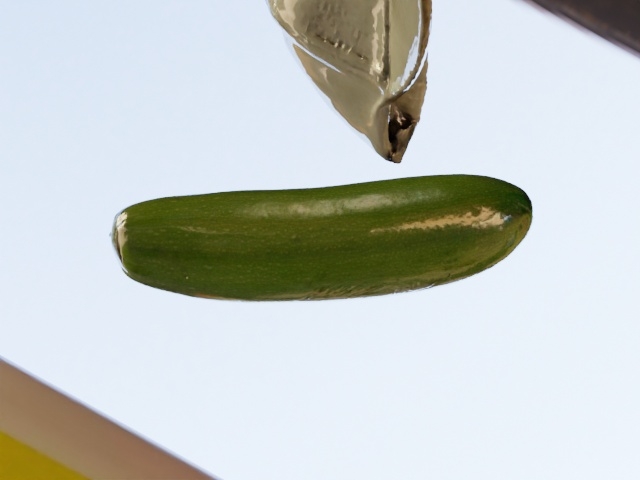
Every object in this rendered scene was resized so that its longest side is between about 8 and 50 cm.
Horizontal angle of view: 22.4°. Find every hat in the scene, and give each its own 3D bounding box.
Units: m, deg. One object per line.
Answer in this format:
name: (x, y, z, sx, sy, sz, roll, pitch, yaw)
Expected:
hat: (0.052, -0.211, 0.966, 0.168, 0.258, 0.301, 33, -7, 6)

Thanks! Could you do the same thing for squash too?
squash: (0.001, 0.002, 1.099, 0.292, 0.082, 0.082, -4, -47, -1)

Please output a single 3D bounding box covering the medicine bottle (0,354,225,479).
medicine bottle: (-0.109, 0.217, 0.861, 0.378, 0.214, 0.213, 31, -39, -14)
